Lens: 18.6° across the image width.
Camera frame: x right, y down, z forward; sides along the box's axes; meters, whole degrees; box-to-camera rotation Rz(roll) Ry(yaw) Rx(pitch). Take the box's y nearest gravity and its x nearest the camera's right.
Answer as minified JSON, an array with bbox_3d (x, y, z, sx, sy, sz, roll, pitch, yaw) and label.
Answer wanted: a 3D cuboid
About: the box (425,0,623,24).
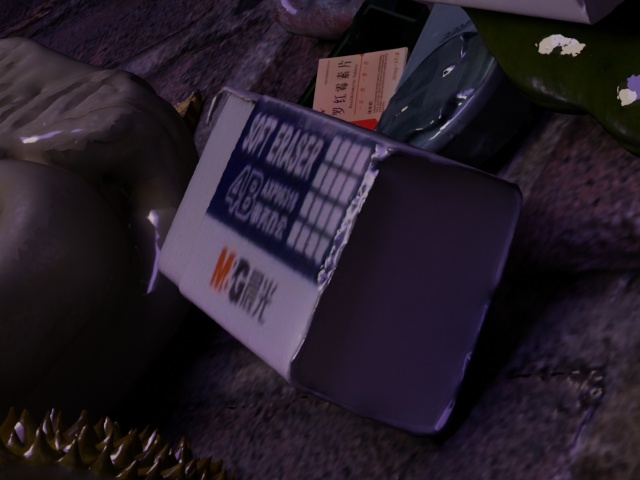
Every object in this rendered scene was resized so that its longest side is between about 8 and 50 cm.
[{"bbox_3d":[0.148,-0.225,0.981,0.260,0.111,0.194,-39,29,-18],"label":"box"}]

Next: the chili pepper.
[{"bbox_3d":[0.011,-0.168,1.413,0.153,0.041,0.050,13,83,50],"label":"chili pepper"}]

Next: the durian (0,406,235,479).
[{"bbox_3d":[-0.189,0.201,1.045,0.306,0.166,0.172,-46,-11,-9],"label":"durian"}]

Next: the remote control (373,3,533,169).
[{"bbox_3d":[0.101,-0.127,1.126,0.104,0.052,0.247,-28,29,48],"label":"remote control"}]

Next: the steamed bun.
[{"bbox_3d":[-0.252,0.034,1.288,0.368,0.255,0.342,18,46,38],"label":"steamed bun"}]

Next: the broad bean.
[{"bbox_3d":[0.126,-0.117,0.984,0.098,0.056,0.318,-30,33,8],"label":"broad bean"}]

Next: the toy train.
[{"bbox_3d":[0.005,-0.063,1.221,0.044,0.042,0.209,18,63,31],"label":"toy train"}]

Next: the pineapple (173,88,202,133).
[{"bbox_3d":[-0.118,-0.087,1.567,0.045,0.019,0.083,-33,24,24],"label":"pineapple"}]

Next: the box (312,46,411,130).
[{"bbox_3d":[0.024,-0.075,1.184,0.058,0.015,0.093,-5,52,17],"label":"box"}]

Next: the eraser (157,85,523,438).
[{"bbox_3d":[0.000,0.000,1.008,0.130,0.086,0.287,-69,20,4],"label":"eraser"}]
